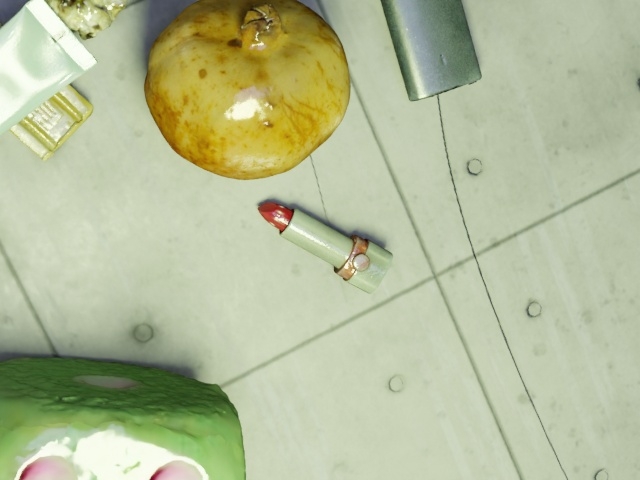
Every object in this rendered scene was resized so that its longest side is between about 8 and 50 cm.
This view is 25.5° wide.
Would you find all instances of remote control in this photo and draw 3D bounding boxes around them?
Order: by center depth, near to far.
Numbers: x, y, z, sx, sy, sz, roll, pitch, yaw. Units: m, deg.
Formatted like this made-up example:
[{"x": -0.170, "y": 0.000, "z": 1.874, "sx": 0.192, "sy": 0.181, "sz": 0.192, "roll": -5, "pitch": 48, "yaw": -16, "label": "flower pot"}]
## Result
[{"x": 0.112, "y": -0.373, "z": 1.828, "sx": 0.107, "sy": 0.044, "sz": 0.377, "roll": -19, "pitch": 103, "yaw": -8, "label": "remote control"}]

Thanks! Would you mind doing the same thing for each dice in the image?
[{"x": -0.273, "y": 0.324, "z": 1.679, "sx": 0.322, "sy": 0.318, "sz": 0.330, "roll": 5, "pitch": 96, "yaw": -16, "label": "dice"}]

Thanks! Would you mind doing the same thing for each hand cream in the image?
[{"x": -0.420, "y": -0.148, "z": 1.671, "sx": 0.321, "sy": 0.067, "sz": 0.109, "roll": -38, "pitch": 119, "yaw": 3, "label": "hand cream"}]

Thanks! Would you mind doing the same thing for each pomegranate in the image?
[{"x": -0.087, "y": -0.190, "z": 1.701, "sx": 0.248, "sy": 0.248, "sz": 0.248, "roll": -2, "pitch": 99, "yaw": -16, "label": "pomegranate"}]

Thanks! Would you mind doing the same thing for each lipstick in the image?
[{"x": 0.000, "y": 0.000, "z": 1.847, "sx": 0.186, "sy": 0.057, "sz": 0.063, "roll": 28, "pitch": 90, "yaw": -15, "label": "lipstick"}]

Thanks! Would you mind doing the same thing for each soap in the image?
[{"x": -0.394, "y": -0.209, "z": 1.711, "sx": 0.252, "sy": 0.037, "sz": 0.092, "roll": 43, "pitch": 87, "yaw": -17, "label": "soap"}]

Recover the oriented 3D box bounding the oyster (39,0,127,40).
[{"x": -0.255, "y": -0.405, "z": 1.697, "sx": 0.354, "sy": 0.107, "sz": 0.201, "roll": -57, "pitch": 140, "yaw": -8, "label": "oyster"}]
